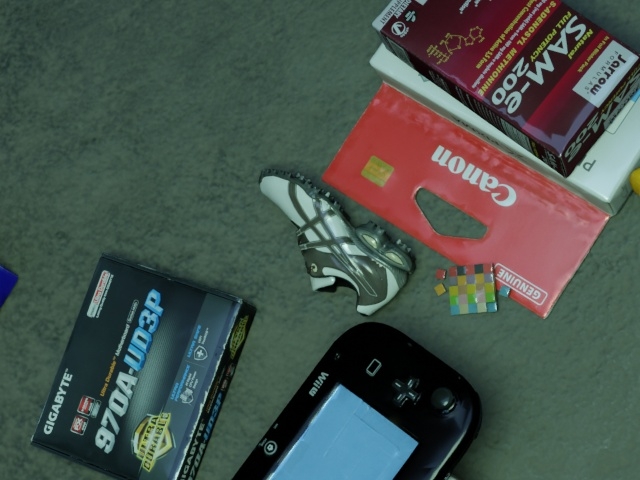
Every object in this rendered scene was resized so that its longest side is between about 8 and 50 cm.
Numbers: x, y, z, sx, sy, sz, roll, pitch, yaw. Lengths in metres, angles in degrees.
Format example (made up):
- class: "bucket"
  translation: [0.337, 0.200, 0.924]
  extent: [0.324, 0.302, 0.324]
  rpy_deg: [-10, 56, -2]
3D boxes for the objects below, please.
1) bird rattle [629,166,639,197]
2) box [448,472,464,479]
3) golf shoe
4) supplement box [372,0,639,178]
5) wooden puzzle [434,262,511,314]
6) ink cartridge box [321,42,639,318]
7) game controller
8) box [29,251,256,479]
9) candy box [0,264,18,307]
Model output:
- class: "bird rattle"
  translation: [0.407, -0.031, 1.505]
  extent: [0.253, 0.143, 0.207]
  rpy_deg: [-33, 63, 5]
- class: "box"
  translation: [0.043, 0.278, 1.547]
  extent: [0.181, 0.119, 0.182]
  rpy_deg: [31, 87, 21]
- class: "golf shoe"
  translation: [0.000, 0.000, 1.651]
  extent: [0.198, 0.077, 0.094]
  rpy_deg: [35, 89, 22]
- class: "supplement box"
  translation: [0.184, -0.185, 1.571]
  extent: [0.239, 0.073, 0.130]
  rpy_deg: [38, 87, 20]
- class: "wooden puzzle"
  translation: [0.153, 0.049, 1.620]
  extent: [0.083, 0.006, 0.049]
  rpy_deg: [-7, 83, 28]
- class: "ink cartridge box"
  translation: [0.176, -0.107, 1.628]
  extent: [0.296, 0.066, 0.261]
  rpy_deg: [32, 87, 21]
- class: "game controller"
  translation: [0.006, 0.231, 1.468]
  extent: [0.166, 0.067, 0.319]
  rpy_deg: [35, 86, 21]
- class: "box"
  translation: [-0.186, 0.142, 1.687]
  extent: [0.175, 0.051, 0.220]
  rpy_deg: [18, 83, 20]
- class: "candy box"
  translation: [-0.523, -0.018, 1.713]
  extent: [0.317, 0.268, 0.122]
  rpy_deg: [28, 83, 21]
